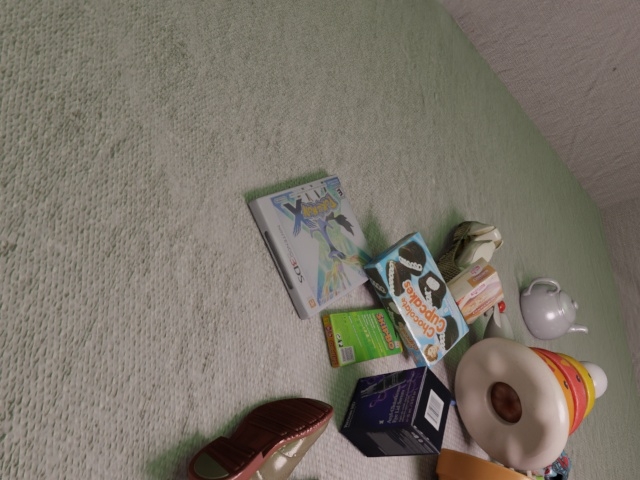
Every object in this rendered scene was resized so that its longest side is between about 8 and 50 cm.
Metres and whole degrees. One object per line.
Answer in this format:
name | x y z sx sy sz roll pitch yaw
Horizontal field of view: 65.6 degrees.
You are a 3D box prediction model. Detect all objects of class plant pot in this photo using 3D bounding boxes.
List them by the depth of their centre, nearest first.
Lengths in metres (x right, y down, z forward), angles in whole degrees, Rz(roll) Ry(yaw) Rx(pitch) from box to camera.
plant pot | 0.405 0.663 1.205 0.291 0.291 0.203 37 64 -30

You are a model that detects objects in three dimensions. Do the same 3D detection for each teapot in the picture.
teapot | 0.955 0.279 2.039 0.256 0.187 0.252 5 68 -45

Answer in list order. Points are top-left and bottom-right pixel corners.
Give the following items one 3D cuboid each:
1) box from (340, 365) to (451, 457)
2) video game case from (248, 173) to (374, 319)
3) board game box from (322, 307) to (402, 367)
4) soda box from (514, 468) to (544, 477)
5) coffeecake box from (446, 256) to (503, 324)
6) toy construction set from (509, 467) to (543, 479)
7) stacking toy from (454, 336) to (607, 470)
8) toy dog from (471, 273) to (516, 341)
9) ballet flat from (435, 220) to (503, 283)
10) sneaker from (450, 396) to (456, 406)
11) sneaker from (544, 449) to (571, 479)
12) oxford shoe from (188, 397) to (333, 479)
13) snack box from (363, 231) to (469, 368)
box | 0.169 0.386 1.111 0.108 0.207 0.153 48 42 -20
video game case | 0.000 0.000 1.248 0.329 0.036 0.299 -25 91 -50
board game box | 0.114 0.240 1.257 0.260 0.039 0.124 2 71 -45
soda box | 0.614 0.677 1.547 0.183 0.058 0.063 46 43 -7
coffeecake box | 0.455 0.152 1.469 0.068 0.142 0.185 54 3 39
toy construction set | 0.573 0.780 1.405 0.327 0.151 0.215 -65 145 -33
stacking toy | 0.668 0.430 1.455 0.480 0.351 0.350 -3 74 -33
toy dog | 0.540 0.286 1.609 0.161 0.220 0.333 -17 75 -18
ballet flat | 0.517 0.040 1.674 0.164 0.182 0.483 50 41 -1
sneaker | 0.338 0.452 1.390 0.053 0.059 0.144 49 14 28
sneaker | 0.773 0.737 1.683 0.261 0.104 0.125 54 43 -14
oxford shoe | -0.099 0.397 0.915 0.348 0.123 0.130 -12 107 -51
snack box | 0.265 0.161 1.351 0.187 0.060 0.321 -34 99 -31
